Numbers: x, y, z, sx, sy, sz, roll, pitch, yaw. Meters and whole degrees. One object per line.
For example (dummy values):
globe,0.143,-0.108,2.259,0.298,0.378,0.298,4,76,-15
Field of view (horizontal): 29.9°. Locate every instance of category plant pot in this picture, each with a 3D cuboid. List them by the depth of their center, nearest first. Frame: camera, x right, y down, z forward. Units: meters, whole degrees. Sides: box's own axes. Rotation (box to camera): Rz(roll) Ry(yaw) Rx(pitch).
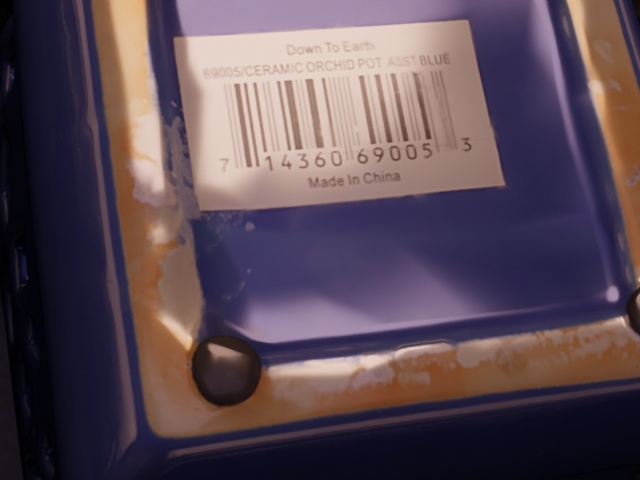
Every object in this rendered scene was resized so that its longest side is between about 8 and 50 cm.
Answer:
plant pot,0.000,0.000,0.436,0.236,0.212,0.236,-6,72,-13
